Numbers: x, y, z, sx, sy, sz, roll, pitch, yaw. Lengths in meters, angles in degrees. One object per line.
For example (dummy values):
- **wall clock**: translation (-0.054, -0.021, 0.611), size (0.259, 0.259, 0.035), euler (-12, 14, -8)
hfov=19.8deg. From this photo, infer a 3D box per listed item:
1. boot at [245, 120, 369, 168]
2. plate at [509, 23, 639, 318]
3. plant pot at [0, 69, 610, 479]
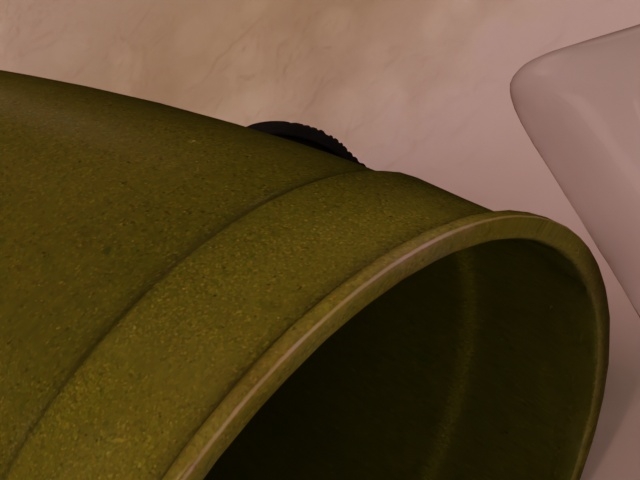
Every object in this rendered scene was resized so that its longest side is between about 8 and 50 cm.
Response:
- **boot**: translation (-0.001, 0.000, 0.993), size (0.045, 0.121, 0.099), euler (-14, 61, 34)
- **plate**: translation (0.258, -0.026, 0.772), size (0.278, 0.045, 0.277), euler (-21, 59, -8)
- **plant pot**: translation (-0.116, 0.079, 0.857), size (0.353, 0.366, 0.366), euler (30, 93, 29)
